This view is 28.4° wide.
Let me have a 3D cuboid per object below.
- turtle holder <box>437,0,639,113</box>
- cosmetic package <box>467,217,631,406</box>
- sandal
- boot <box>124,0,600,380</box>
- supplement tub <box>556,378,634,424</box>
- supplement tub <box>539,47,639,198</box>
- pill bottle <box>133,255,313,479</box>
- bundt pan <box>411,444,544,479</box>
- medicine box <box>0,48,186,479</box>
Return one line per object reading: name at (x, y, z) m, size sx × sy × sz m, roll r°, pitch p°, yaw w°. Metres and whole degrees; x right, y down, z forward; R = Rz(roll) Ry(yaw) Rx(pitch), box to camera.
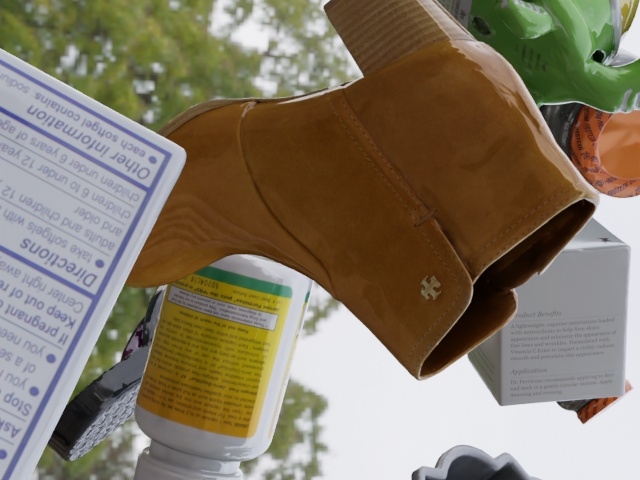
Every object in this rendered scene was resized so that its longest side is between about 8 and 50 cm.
turtle holder at (0.240, -0.270, 1.326) m, size 0.320 × 0.227 × 0.243 m, roll 26°, pitch -24°, yaw 44°
cosmetic package at (0.259, 0.075, 1.464) m, size 0.151 × 0.151 × 0.183 m, roll -117°, pitch -155°, yaw -73°
sandal at (-0.213, 0.125, 1.688) m, size 0.107 × 0.446 × 0.167 m, roll 42°, pitch -52°, yaw 10°
boot at (0.001, 0.000, 0.739) m, size 0.295 × 0.104 × 0.211 m, roll -41°, pitch -120°, yaw 22°
supplement tub at (0.364, 0.166, 1.854) m, size 0.190 × 0.117 × 0.117 m, roll 55°, pitch -41°, yaw 15°
supplement tub at (0.371, -0.194, 1.834) m, size 0.338 × 0.207 × 0.207 m, roll -126°, pitch -136°, yaw -61°
pill bottle at (-0.086, 0.110, 1.040) m, size 0.118 × 0.118 × 0.208 m, roll 17°, pitch -87°, yaw 59°
bundt pan at (0.113, 0.307, 0.829) m, size 0.124 × 0.331 × 0.330 m, roll -34°, pitch -122°, yaw 28°
medicine box at (-0.243, 0.034, 0.540) m, size 0.149 × 0.264 × 0.289 m, roll -44°, pitch -160°, yaw 55°
